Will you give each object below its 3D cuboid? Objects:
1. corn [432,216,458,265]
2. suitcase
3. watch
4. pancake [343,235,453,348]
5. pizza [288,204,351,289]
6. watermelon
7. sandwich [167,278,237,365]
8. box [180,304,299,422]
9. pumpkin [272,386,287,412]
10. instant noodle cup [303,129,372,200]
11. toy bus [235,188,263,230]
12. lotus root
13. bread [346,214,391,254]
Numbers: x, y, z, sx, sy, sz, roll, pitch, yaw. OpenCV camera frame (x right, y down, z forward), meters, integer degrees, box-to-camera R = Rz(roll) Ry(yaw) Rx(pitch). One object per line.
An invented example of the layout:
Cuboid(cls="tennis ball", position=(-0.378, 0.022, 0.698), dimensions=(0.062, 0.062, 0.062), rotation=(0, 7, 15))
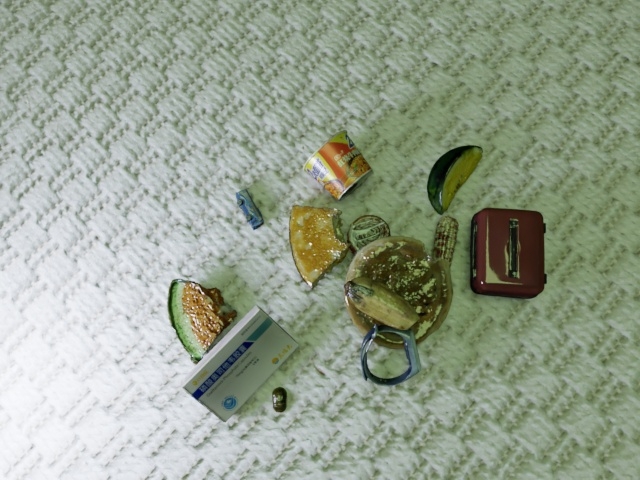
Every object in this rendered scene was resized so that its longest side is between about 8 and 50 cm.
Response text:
Cuboid(cls="corn", position=(0.429, 0.033, 1.663), dimensions=(0.080, 0.079, 0.236), rotation=(9, 77, 5))
Cuboid(cls="suitcase", position=(0.620, 0.042, 1.608), dimensions=(0.237, 0.161, 0.296), rotation=(4, 77, 5))
Cuboid(cls="watch", position=(0.218, 0.368, 1.556), dimensions=(0.193, 0.068, 0.206), rotation=(-13, 100, 9))
Cuboid(cls="pancake", position=(0.259, 0.163, 1.603), dimensions=(0.383, 0.071, 0.381), rotation=(0, 92, 3))
Cuboid(cls="pizza", position=(0.000, 0.000, 1.675), dimensions=(0.223, 0.089, 0.323), rotation=(-21, 68, 19))
Cuboid(cls="watermelon", position=(0.479, -0.245, 1.737), dimensions=(0.129, 0.123, 0.301), rotation=(41, 79, -21))
Cuboid(cls="sandwich", position=(-0.413, 0.254, 1.639), dimensions=(0.212, 0.109, 0.292), rotation=(-36, 82, -15))
Cuboid(cls="box", position=(-0.259, 0.399, 1.564), dimensions=(0.343, 0.065, 0.200), rotation=(-46, 111, -8))
Cuboid(cls="pumpkin", position=(-0.136, 0.530, 1.592), dimensions=(0.050, 0.028, 0.083), rotation=(-6, 80, -1))
Cuboid(cls="instant noodle cup", position=(0.071, -0.256, 1.698), dimensions=(0.213, 0.213, 0.174), rotation=(-41, 86, -7))
Cuboid(cls="toy bus", position=(-0.259, -0.113, 1.749), dimensions=(0.061, 0.051, 0.153), rotation=(-29, 76, -10))
Cuboid(cls="lotus root", position=(0.191, 0.200, 1.524), dimensions=(0.259, 0.097, 0.110), rotation=(32, 111, 6))
Cuboid(cls="bread", position=(0.170, -0.009, 1.688), dimensions=(0.161, 0.073, 0.160), rotation=(0, 78, 2))
